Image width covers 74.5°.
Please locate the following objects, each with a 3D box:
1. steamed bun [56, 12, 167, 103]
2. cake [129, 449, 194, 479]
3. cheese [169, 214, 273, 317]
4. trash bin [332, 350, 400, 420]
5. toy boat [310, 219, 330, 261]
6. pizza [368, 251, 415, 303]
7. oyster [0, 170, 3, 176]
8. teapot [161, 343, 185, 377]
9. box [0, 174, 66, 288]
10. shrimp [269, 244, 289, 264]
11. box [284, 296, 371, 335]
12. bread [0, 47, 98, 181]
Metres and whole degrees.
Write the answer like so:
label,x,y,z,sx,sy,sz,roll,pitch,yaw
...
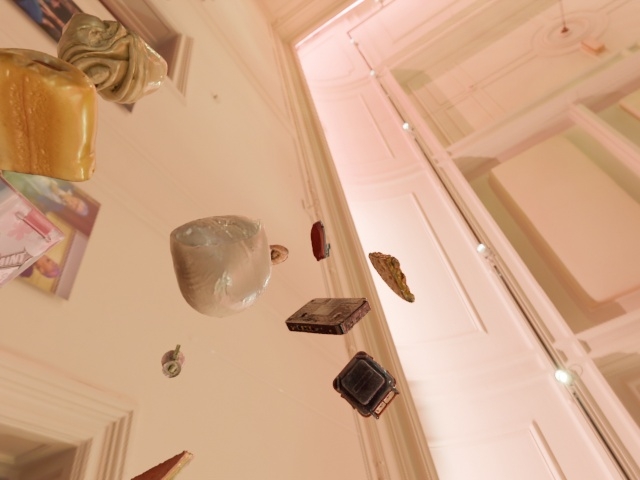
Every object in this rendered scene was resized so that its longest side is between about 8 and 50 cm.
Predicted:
label,x,y,z,sx,sy,sz,roll,pitch,yaw
steamed bun,-0.667,-0.542,1.328,0.276,0.289,0.203,-3,-113,44
cake,-0.537,0.815,1.445,0.225,0.109,0.090,-27,-123,-12
cheese,-0.183,0.050,0.813,0.154,0.198,0.189,10,-75,40
trash bin,0.164,0.498,1.399,0.184,0.239,0.161,37,-104,28
toy boat,0.000,0.000,1.716,0.069,0.058,0.173,-19,-105,47
pizza,0.270,0.115,1.607,0.058,0.197,0.292,-29,-132,-11
oyster,-0.968,-0.185,1.259,0.029,0.086,0.132,-20,-126,-26
teapot,-0.398,0.328,1.143,0.064,0.064,0.083,-144,-108,-72
box,-0.668,0.052,0.736,0.112,0.190,0.370,37,-113,18
shrimp,-0.277,0.075,2.053,0.251,0.144,0.052,-14,-132,-14
box,0.025,0.310,1.747,0.350,0.058,0.211,-9,-163,46
bread,-0.367,-0.165,0.559,0.085,0.134,0.173,-104,-147,-46
